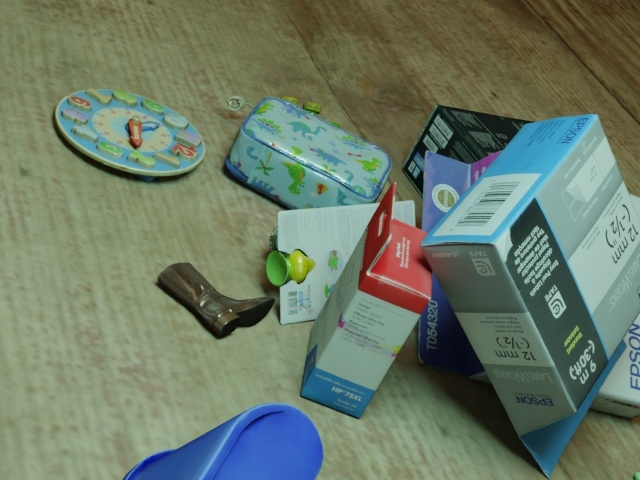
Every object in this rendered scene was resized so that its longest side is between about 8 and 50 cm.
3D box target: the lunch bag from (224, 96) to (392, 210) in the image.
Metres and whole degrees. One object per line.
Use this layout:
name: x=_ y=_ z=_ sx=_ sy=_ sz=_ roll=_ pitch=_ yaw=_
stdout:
lunch bag: x=-0.013 y=-0.110 z=1.601 sx=0.219 sy=0.090 sz=0.176 roll=27 pitch=31 yaw=-1

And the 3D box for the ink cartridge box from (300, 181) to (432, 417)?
ink cartridge box: x=0.061 y=0.066 z=1.255 sx=0.078 sy=0.231 sz=0.134 roll=23 pitch=31 yaw=-8

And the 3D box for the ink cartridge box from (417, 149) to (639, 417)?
ink cartridge box: x=0.292 y=0.046 z=1.502 sx=0.330 sy=0.071 sz=0.324 roll=16 pitch=59 yaw=-21

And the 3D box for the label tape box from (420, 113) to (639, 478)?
label tape box: x=0.284 y=0.068 z=1.297 sx=0.249 sy=0.115 sz=0.347 roll=-46 pitch=117 yaw=-35

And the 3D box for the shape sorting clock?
shape sorting clock: x=-0.254 y=-0.150 z=1.519 sx=0.206 sy=0.040 sz=0.206 roll=20 pitch=31 yaw=-13

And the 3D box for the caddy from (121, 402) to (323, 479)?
caddy: x=-0.074 y=0.290 z=0.874 sx=0.241 sy=0.179 sz=0.341 roll=50 pitch=29 yaw=-9

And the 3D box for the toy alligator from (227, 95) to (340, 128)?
toy alligator: x=-0.062 y=-0.189 z=1.726 sx=0.190 sy=0.056 sz=0.051 roll=11 pitch=-8 yaw=-24

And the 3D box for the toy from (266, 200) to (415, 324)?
toy: x=0.025 y=0.023 z=1.430 sx=0.056 sy=0.136 sz=0.237 roll=3 pitch=7 yaw=45

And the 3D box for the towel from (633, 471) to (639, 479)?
towel: x=0.458 y=0.338 z=1.364 sx=0.113 sy=0.023 sz=0.152 roll=9 pitch=35 yaw=-31

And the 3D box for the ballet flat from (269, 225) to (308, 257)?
ballet flat: x=0.000 y=0.000 z=1.488 sx=0.188 sy=0.070 sz=0.070 roll=5 pitch=37 yaw=-37

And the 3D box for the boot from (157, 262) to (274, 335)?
boot: x=-0.123 y=0.058 z=1.320 sx=0.114 sy=0.037 sz=0.106 roll=37 pitch=29 yaw=24

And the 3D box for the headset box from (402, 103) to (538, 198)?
headset box: x=0.317 y=-0.078 z=1.775 sx=0.283 sy=0.131 sz=0.246 roll=4 pitch=38 yaw=-35
